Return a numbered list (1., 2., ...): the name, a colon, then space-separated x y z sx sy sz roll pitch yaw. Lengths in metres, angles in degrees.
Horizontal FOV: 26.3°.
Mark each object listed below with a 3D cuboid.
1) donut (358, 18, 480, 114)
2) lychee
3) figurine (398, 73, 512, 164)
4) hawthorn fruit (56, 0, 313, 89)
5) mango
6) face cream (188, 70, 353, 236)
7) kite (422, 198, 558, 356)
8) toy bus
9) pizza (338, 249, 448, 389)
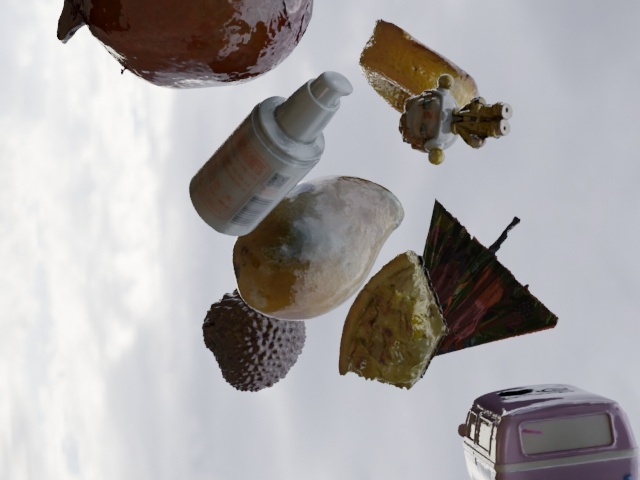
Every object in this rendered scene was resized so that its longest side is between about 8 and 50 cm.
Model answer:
1. donut: 0.176 -0.290 2.429 0.118 0.253 0.253 -52 -157 -9
2. lychee: -0.110 0.167 2.368 0.188 0.188 0.188 178 -90 -67
3. figurine: 0.157 -0.144 1.603 0.143 0.068 0.101 -26 -116 32
4. hawthorn fruit: -0.149 -0.324 1.647 0.295 0.311 0.295 9 90 -69
5. mango: 0.000 0.000 2.057 0.193 0.316 0.146 51 -31 6
6. face cream: -0.051 -0.112 1.596 0.251 0.101 0.101 -44 -130 38
7. kite: 0.168 0.066 1.654 0.234 0.016 0.321 -50 -147 8
8. toy bus: 0.221 0.216 1.335 0.202 0.142 0.142 169 -87 -85
9. pizza: 0.071 0.088 1.365 0.099 0.036 0.160 40 -57 21
